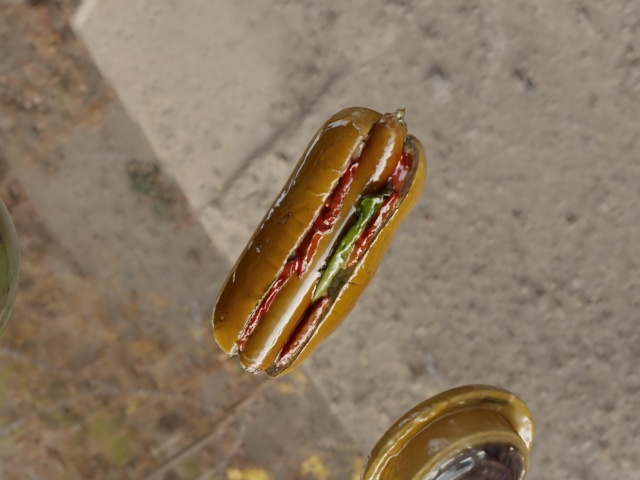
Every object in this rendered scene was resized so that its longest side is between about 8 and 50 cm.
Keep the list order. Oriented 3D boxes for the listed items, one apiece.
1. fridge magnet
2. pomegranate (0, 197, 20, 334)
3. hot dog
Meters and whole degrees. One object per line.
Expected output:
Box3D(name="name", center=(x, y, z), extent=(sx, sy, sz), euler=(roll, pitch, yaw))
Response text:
Box3D(name="fridge magnet", center=(0.094, 0.164, 1.186), extent=(0.063, 0.143, 0.143), euler=(-126, 24, -43))
Box3D(name="pomegranate", center=(-0.397, 0.008, 1.343), extent=(0.323, 0.291, 0.291), euler=(46, 149, 30))
Box3D(name="hot dog", center=(0.000, 0.000, 1.162), extent=(0.092, 0.062, 0.236), euler=(29, 116, -2))
